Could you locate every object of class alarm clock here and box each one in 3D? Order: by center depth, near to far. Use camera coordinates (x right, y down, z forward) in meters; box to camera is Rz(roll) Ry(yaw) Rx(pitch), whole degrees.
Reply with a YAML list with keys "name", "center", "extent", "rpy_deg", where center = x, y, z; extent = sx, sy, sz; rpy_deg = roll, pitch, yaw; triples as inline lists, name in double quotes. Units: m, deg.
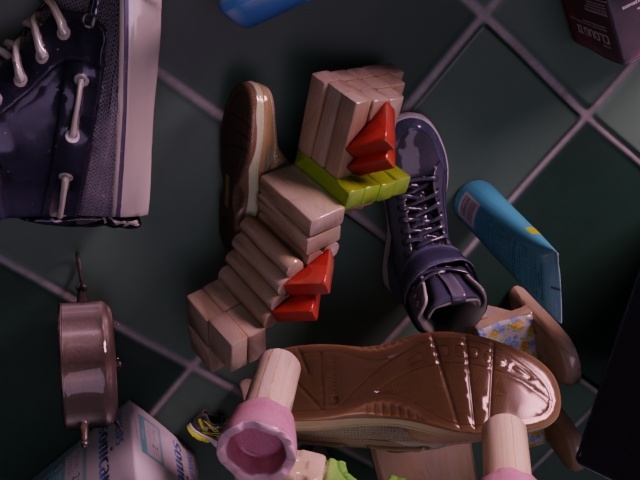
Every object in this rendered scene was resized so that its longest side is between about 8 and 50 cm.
- name: "alarm clock"
  center: [-0.238, 0.107, 0.906]
  extent: [0.064, 0.129, 0.192]
  rpy_deg: [-7, 90, -14]

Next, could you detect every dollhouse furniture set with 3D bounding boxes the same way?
- name: "dollhouse furniture set"
  center: [0.143, 0.319, 1.029]
  extent: [0.361, 0.256, 0.394]
  rpy_deg: [-18, 118, -6]

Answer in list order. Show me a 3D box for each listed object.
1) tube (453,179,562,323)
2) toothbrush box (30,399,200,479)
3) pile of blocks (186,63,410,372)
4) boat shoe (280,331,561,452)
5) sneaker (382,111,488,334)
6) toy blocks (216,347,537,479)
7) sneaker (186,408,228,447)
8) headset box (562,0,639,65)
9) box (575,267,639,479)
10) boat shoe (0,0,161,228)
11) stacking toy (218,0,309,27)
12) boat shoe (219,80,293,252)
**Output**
- name: "tube"
  center: [0.199, 0.000, 0.917]
  extent: [0.052, 0.207, 0.080]
  rpy_deg: [-20, 120, -4]
- name: "toothbrush box"
  center: [-0.269, 0.355, 0.960]
  extent: [0.295, 0.216, 0.126]
  rpy_deg: [-38, 119, 6]
- name: "pile of blocks"
  center: [0.000, 0.000, 0.884]
  extent: [0.149, 0.112, 0.362]
  rpy_deg: [11, 116, -51]
- name: "boat shoe"
  center: [0.085, 0.163, 0.894]
  extent: [0.302, 0.109, 0.098]
  rpy_deg: [-2, 144, 3]
- name: "sneaker"
  center: [0.116, -0.008, 0.918]
  extent: [0.086, 0.163, 0.226]
  rpy_deg: [-10, 116, -8]
- name: "toy blocks"
  center: [0.024, 0.309, 0.760]
  extent: [0.288, 0.260, 0.309]
  rpy_deg: [15, 120, -1]
- name: "sneaker"
  center: [-0.115, 0.226, 1.043]
  extent: [0.083, 0.031, 0.035]
  rpy_deg: [25, 106, -24]
- name: "headset box"
  center: [0.331, -0.328, 0.848]
  extent: [0.218, 0.110, 0.293]
  rpy_deg: [-28, 119, 0]
- name: "box"
  center: [0.449, 0.103, 0.972]
  extent: [0.294, 0.182, 0.297]
  rpy_deg: [-25, 131, -52]
- name: "boat shoe"
  center: [-0.229, -0.161, 0.768]
  extent: [0.158, 0.127, 0.341]
  rpy_deg: [-4, 117, -22]
- name: "stacking toy"
  center: [-0.056, -0.347, 0.731]
  extent: [0.165, 0.175, 0.302]
  rpy_deg: [-22, 105, 6]
- name: "boat shoe"
  center: [-0.061, -0.075, 0.899]
  extent: [0.072, 0.068, 0.190]
  rpy_deg: [-10, 130, -26]
